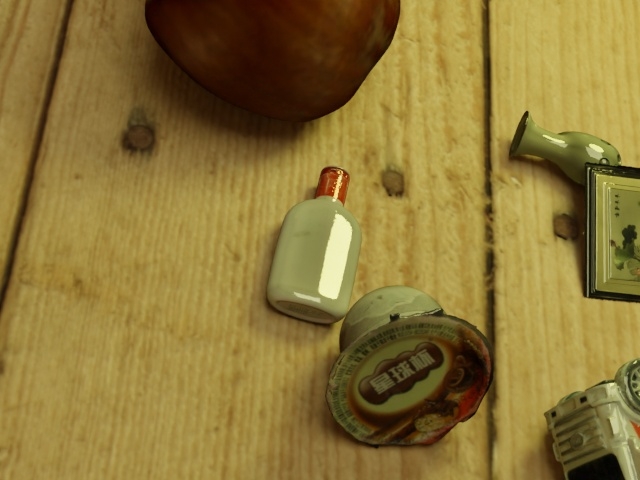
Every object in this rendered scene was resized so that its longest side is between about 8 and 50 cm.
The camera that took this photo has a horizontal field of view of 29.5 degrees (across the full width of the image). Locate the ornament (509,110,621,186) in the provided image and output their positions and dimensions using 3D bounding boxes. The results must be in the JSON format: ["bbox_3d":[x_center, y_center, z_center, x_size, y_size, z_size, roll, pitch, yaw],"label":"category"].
[{"bbox_3d":[0.355,-0.128,1.743,0.156,0.075,0.081,19,34,-2],"label":"ornament"}]

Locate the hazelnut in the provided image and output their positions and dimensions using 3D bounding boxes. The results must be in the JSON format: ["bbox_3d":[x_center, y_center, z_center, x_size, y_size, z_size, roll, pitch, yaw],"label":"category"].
[{"bbox_3d":[-0.064,-0.344,1.621,0.366,0.366,0.366,8,57,-12],"label":"hazelnut"}]

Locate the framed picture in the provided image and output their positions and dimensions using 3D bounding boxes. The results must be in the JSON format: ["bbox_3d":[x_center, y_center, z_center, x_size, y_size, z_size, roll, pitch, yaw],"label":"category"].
[{"bbox_3d":[0.458,-0.007,1.695,0.199,0.010,0.195,6,76,-13],"label":"framed picture"}]

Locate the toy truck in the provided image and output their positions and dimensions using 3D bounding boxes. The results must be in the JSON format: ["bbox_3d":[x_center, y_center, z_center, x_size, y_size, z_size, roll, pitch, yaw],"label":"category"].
[{"bbox_3d":[0.479,0.259,1.474,0.387,0.173,0.207,0,67,-19],"label":"toy truck"}]

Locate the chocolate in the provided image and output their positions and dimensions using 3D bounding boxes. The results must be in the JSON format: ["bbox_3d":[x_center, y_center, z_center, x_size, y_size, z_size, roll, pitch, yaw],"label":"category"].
[{"bbox_3d":[0.101,0.133,1.456,0.221,0.221,0.147,9,31,-11],"label":"chocolate"}]

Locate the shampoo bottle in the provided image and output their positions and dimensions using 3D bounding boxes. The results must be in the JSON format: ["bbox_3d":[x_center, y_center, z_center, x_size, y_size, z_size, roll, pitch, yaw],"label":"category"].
[{"bbox_3d":[0.000,0.000,1.566,0.108,0.051,0.221,15,56,-4],"label":"shampoo bottle"}]
